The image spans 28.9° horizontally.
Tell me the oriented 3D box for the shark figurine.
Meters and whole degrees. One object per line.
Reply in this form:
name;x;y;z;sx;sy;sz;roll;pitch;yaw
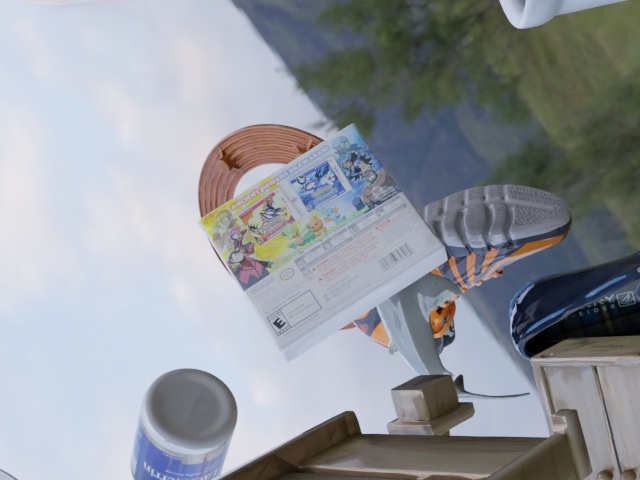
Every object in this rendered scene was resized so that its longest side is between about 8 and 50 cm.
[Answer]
shark figurine;0.128;0.090;1.406;0.166;0.116;0.278;-35;-79;-53

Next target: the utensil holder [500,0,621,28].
utensil holder;0.366;-0.422;1.303;0.327;0.385;0.328;-12;-90;-89

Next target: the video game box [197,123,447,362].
video game box;0.000;0.000;1.326;0.187;0.205;0.048;57;177;26

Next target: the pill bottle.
pill bottle;-0.227;0.337;2.008;0.153;0.265;0.153;8;-131;-9

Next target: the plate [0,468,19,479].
plate;-0.348;0.446;1.475;0.277;0.278;0.045;31;-177;3

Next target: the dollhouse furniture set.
dollhouse furniture set;0.114;0.191;0.720;0.355;0.303;0.174;-21;-82;-41

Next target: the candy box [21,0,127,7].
candy box;-0.207;-0.369;1.087;0.087;0.183;0.317;3;-85;-37

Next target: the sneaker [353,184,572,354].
sneaker;0.174;0.043;1.574;0.125;0.321;0.180;-66;-41;-54

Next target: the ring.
ring;-0.038;-0.009;1.758;0.337;0.336;0.032;54;-137;-10

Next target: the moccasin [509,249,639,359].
moccasin;0.386;0.080;1.422;0.138;0.342;0.117;59;-156;-20
